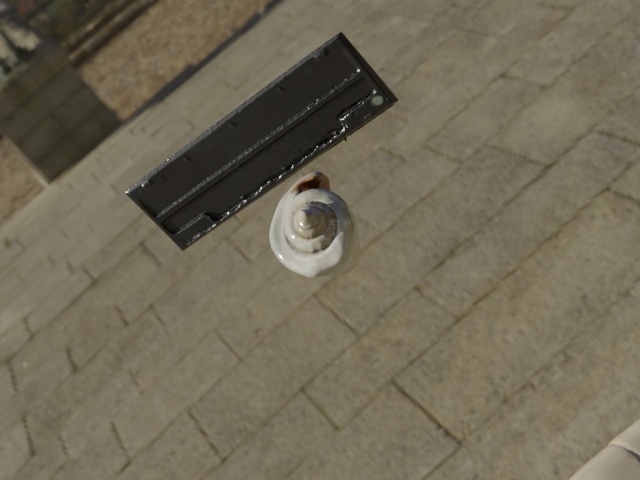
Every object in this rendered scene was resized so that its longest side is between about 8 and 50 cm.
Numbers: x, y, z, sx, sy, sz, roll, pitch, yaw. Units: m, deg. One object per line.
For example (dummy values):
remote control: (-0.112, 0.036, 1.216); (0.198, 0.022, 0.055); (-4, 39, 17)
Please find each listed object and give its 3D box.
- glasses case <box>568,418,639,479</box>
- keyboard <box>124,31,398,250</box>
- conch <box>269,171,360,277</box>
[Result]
glasses case: (0.200, 0.239, 0.589); (0.076, 0.336, 0.144); (-33, 48, -20)
keyboard: (-0.043, -0.062, 0.763); (0.198, 0.064, 0.010); (-33, 22, 24)
conch: (0.008, -0.009, 1.182); (0.104, 0.176, 0.094); (44, 104, 23)
